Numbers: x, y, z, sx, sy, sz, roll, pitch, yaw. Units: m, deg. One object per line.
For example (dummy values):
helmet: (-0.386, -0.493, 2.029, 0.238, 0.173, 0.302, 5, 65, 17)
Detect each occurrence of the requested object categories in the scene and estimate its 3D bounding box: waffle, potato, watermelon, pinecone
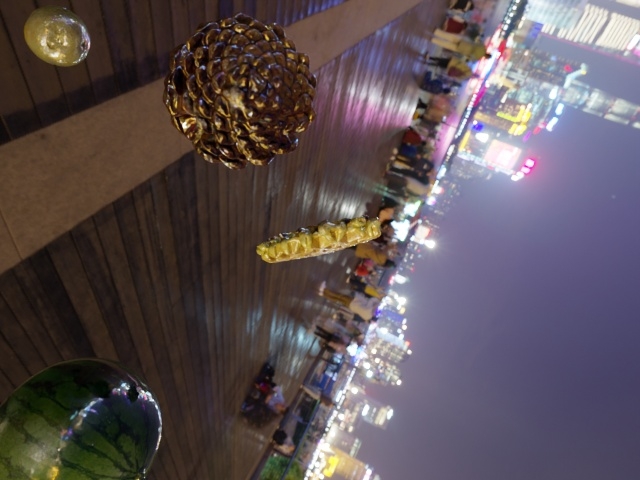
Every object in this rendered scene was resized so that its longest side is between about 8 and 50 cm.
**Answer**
waffle: (-0.003, 0.002, 0.990, 0.329, 0.328, 0.062, 12, 64, -78)
potato: (-0.727, -0.574, 1.156, 0.194, 0.157, 0.157, 55, -47, 51)
watermelon: (-0.372, 0.305, 0.640, 0.243, 0.242, 0.242, -60, 168, -23)
pinecone: (-0.148, -0.248, 0.719, 0.292, 0.246, 0.247, 21, -95, 57)
